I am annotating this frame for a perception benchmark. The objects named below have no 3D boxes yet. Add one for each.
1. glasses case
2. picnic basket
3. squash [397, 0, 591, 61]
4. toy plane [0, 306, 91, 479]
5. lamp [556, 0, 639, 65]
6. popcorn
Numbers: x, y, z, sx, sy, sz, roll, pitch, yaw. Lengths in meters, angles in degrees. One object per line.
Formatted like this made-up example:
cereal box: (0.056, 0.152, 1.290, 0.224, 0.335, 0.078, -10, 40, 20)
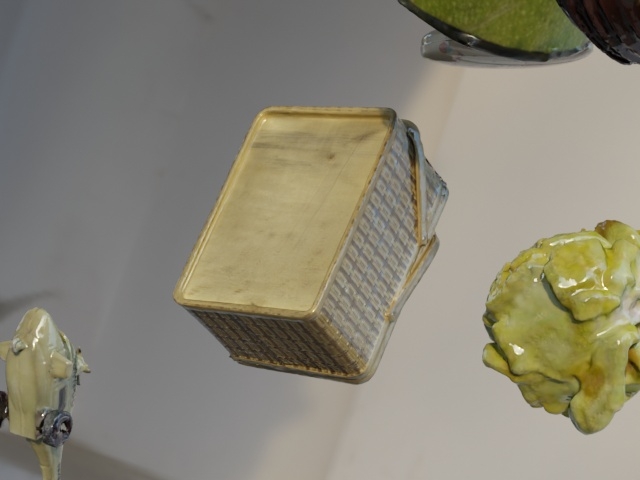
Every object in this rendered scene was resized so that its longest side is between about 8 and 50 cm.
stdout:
glasses case: (0.212, -0.220, 1.818, 0.204, 0.051, 0.081, -2, 0, -17)
picnic basket: (0.000, 0.000, 1.981, 0.228, 0.312, 0.175, 5, -30, 35)
squash: (0.218, -0.404, 1.593, 0.263, 0.384, 0.263, 12, 33, -8)
toy plane: (-0.273, 0.196, 1.623, 0.092, 0.286, 0.108, 11, 23, 26)
lamp: (0.250, -0.241, 1.154, 0.247, 0.247, 0.247, 19, -6, 2)
popcorn: (0.179, 0.054, 1.106, 0.141, 0.162, 0.135, 25, -21, -17)
